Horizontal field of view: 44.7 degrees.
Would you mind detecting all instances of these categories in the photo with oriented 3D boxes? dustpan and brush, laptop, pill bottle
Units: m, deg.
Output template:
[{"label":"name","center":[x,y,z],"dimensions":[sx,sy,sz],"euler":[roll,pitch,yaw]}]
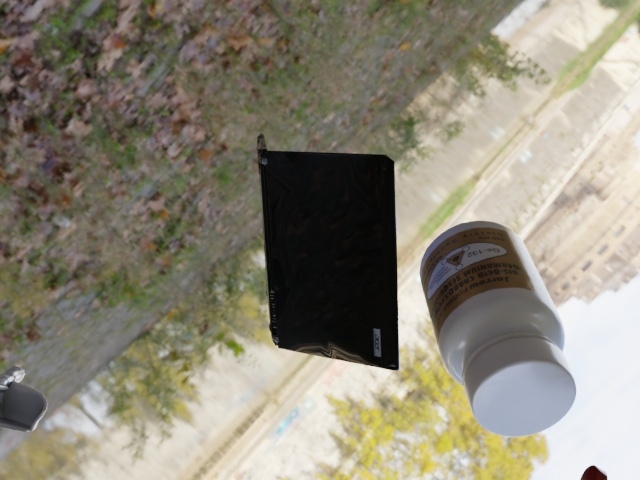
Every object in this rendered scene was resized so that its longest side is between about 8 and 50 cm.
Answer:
[{"label":"dustpan and brush","center":[-0.392,0.181,0.940],"dimensions":[0.211,0.147,0.060],"euler":[133,-30,-77]},{"label":"laptop","center":[0.000,0.000,0.919],"dimensions":[0.264,0.136,0.234],"euler":[-112,-161,-75]},{"label":"pill bottle","center":[0.187,0.090,0.834],"dimensions":[0.131,0.131,0.229],"euler":[-51,-157,25]}]

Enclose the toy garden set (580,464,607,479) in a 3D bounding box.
[{"label":"toy garden set","center":[0.312,0.291,0.612],"dimensions":[0.049,0.203,0.244],"euler":[-61,-176,17]}]
